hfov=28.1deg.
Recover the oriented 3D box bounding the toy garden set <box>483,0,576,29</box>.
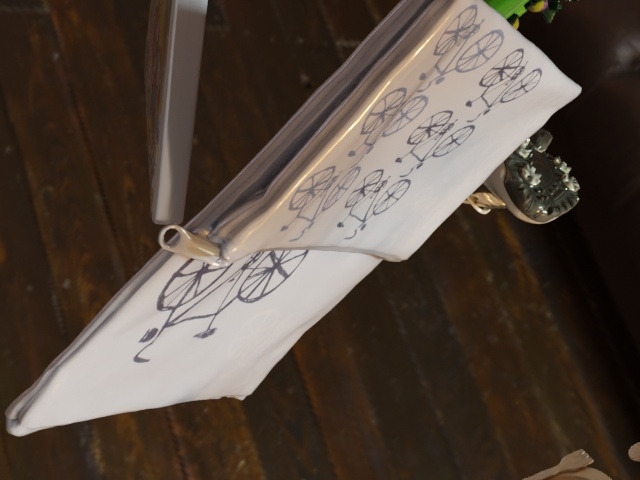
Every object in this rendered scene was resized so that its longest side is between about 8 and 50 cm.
[{"bbox_3d":[0.132,-0.162,1.099,0.049,0.204,0.244,51,27,0],"label":"toy garden set"}]

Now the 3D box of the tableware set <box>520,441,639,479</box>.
[{"bbox_3d":[0.189,0.166,0.732,0.141,0.020,0.169,-14,29,0],"label":"tableware set"}]

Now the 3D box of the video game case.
[{"bbox_3d":[-0.105,-0.161,0.917,0.026,0.227,0.206,2,37,-11],"label":"video game case"}]

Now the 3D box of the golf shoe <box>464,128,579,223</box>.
[{"bbox_3d":[0.208,-0.067,1.426,0.105,0.120,0.273,34,20,-15],"label":"golf shoe"}]

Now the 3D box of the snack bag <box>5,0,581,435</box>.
[{"bbox_3d":[0.000,0.000,0.764,0.037,0.342,0.323,50,13,15],"label":"snack bag"}]
